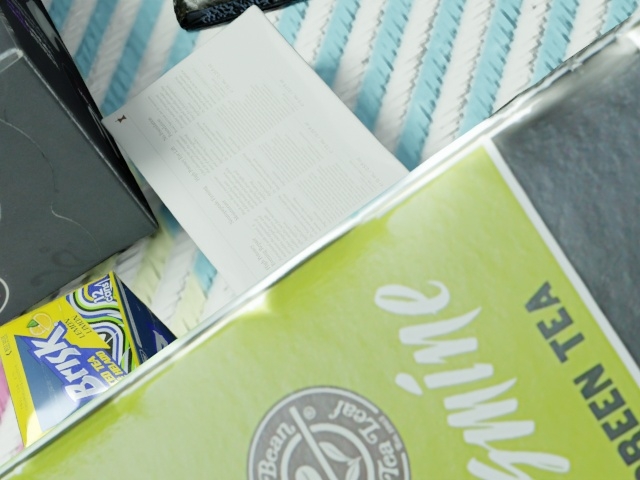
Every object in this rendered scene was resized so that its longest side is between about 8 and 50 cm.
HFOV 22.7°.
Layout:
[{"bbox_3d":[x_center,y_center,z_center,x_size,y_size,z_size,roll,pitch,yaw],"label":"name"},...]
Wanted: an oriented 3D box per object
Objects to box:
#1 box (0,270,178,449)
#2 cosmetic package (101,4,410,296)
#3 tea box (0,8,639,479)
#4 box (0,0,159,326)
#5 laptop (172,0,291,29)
[{"bbox_3d":[-0.066,0.081,0.653,0.054,0.169,0.059,-26,56,5],"label":"box"},{"bbox_3d":[0.000,0.000,0.741,0.099,0.060,0.239,-36,55,-5],"label":"cosmetic package"},{"bbox_3d":[0.115,0.131,0.409,0.323,0.220,0.329,-34,82,18],"label":"tea box"},{"bbox_3d":[-0.218,-0.100,0.820,0.143,0.165,0.270,-32,55,0],"label":"box"},{"bbox_3d":[0.020,-0.264,0.917,0.234,0.136,0.264,-14,83,13],"label":"laptop"}]
